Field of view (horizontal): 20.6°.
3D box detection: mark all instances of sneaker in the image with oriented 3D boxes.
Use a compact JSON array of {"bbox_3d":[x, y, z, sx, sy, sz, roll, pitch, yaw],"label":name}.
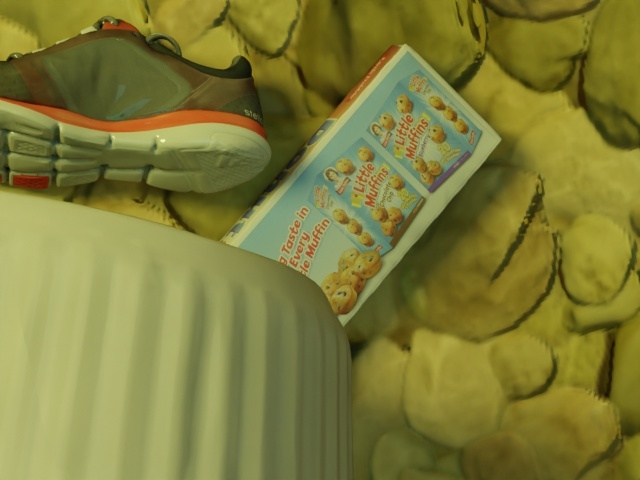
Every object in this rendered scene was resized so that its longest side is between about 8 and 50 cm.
[{"bbox_3d":[-0.099,-0.060,0.725,0.158,0.061,0.065,7,64,-19],"label":"sneaker"}]

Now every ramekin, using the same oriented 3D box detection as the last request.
[{"bbox_3d":[-0.111,0.065,0.619,0.273,0.273,0.127,12,77,-18],"label":"ramekin"}]

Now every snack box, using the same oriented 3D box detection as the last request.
[{"bbox_3d":[0.000,0.000,0.768,0.064,0.022,0.178,43,81,-15],"label":"snack box"}]
